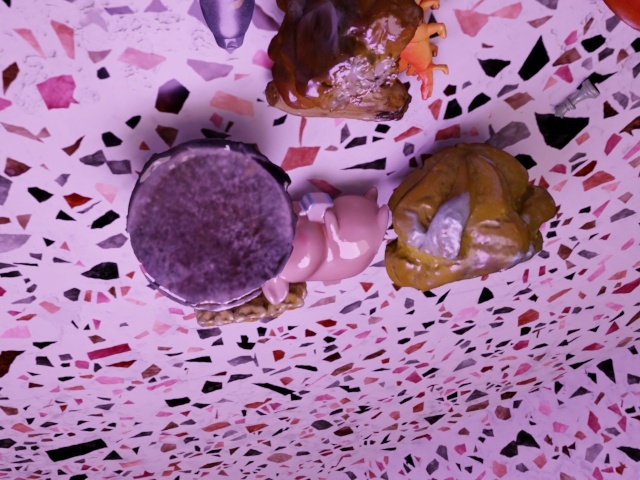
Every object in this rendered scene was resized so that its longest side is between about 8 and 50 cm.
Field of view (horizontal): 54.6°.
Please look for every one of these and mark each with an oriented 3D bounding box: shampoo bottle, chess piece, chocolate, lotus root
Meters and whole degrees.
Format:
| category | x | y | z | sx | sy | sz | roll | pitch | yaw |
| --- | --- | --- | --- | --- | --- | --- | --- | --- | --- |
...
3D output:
| category | x | y | z | sx | sy | sz | roll | pitch | yaw |
| --- | --- | --- | --- | --- | --- | --- | --- | --- | --- |
| shampoo bottle | -0.139 | -0.391 | 0.901 | 0.087 | 0.049 | 0.234 | -5 | 140 | -9 |
| chess piece | 0.516 | -0.284 | 1.261 | 0.042 | 0.042 | 0.093 | 22 | 133 | -37 |
| chocolate | -0.189 | -0.035 | 1.157 | 0.303 | 0.303 | 0.213 | -14 | -175 | -2 |
| lotus root | 0.036 | -0.260 | 1.078 | 0.258 | 0.097 | 0.110 | 0 | 169 | -15 |

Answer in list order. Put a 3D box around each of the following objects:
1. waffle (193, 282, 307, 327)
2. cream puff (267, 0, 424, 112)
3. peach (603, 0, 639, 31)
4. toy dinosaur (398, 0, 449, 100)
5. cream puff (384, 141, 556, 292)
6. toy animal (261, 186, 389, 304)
| category | x | y | z | sx | sy | sz | roll | pitch | yaw |
| --- | --- | --- | --- | --- | --- | --- | --- | --- | --- |
| waffle | -0.157 | 0.133 | 1.388 | 0.261 | 0.250 | 0.056 | -10 | 105 | -3 |
| cream puff | 0.030 | -0.308 | 0.902 | 0.154 | 0.268 | 0.241 | -13 | 111 | -47 |
| peach | 0.534 | -0.471 | 0.949 | 0.338 | 0.281 | 0.281 | 36 | 126 | -4 |
| toy dinosaur | 0.147 | -0.351 | 1.037 | 0.117 | 0.070 | 0.288 | -17 | 136 | 2 |
| cream puff | 0.297 | -0.059 | 1.299 | 0.378 | 0.276 | 0.378 | -19 | 175 | -2 |
| toy animal | -0.004 | -0.001 | 1.305 | 0.256 | 0.195 | 0.213 | 0 | 129 | -15 |
